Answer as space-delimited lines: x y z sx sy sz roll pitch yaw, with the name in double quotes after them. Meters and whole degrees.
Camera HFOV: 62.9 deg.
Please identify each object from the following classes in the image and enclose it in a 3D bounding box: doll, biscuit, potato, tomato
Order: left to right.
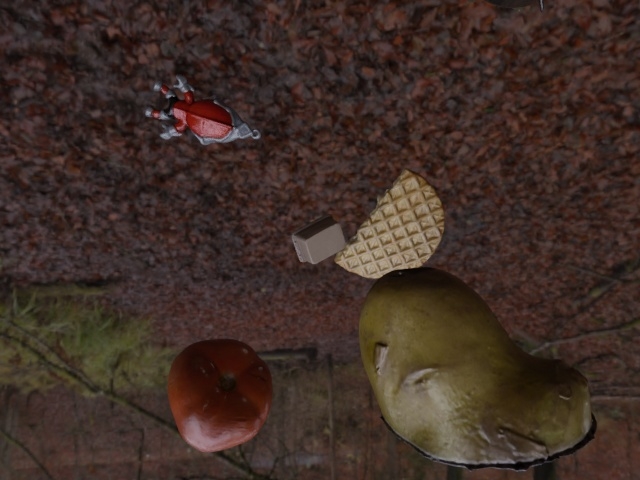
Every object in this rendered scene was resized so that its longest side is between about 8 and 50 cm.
-0.113 -0.119 0.513 0.114 0.057 0.039 19 163 -2 "doll"
-0.231 0.355 1.205 0.259 0.260 0.180 6 143 -26 "tomato"
0.190 -0.011 1.285 0.204 0.040 0.309 30 117 -14 "biscuit"
0.255 0.195 0.928 0.396 0.296 0.289 -1 -165 35 "potato"

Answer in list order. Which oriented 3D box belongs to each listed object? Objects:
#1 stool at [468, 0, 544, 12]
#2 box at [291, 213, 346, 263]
0.218 -0.361 0.597 0.125 0.217 0.121 -17 -173 5 "stool"
0.000 0.000 1.279 0.122 0.089 0.062 -28 -154 -20 "box"
